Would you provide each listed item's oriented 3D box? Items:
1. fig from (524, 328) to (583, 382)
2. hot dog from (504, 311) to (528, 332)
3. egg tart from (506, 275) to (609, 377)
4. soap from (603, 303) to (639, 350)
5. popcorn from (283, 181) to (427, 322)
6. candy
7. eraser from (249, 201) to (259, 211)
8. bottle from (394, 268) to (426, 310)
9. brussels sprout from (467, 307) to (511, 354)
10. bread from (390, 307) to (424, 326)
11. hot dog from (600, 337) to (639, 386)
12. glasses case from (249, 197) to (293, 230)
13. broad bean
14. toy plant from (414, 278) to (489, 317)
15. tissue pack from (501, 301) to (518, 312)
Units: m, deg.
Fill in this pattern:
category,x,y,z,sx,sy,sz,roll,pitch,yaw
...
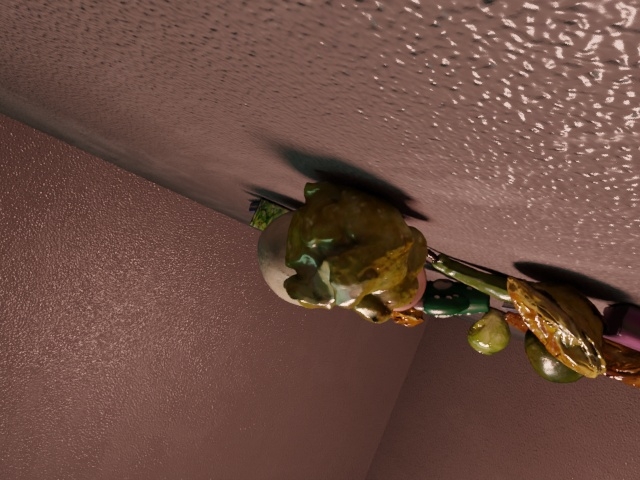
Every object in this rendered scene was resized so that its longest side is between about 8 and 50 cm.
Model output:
category,x,y,z,sx,sy,sz,roll,pitch,yaw
fig,0.730,0.317,1.558,0.245,0.195,0.195,-13,174,0
hot dog,0.687,0.276,1.763,0.099,0.065,0.147,25,-174,-28
egg tart,0.456,0.150,1.000,0.241,0.106,0.241,51,-178,-3
soap,0.640,0.186,0.979,0.203,0.065,0.122,22,175,11
popcorn,0.067,0.026,0.955,0.277,0.225,0.276,12,171,2
candy,-0.055,0.049,1.457,0.296,0.295,0.185,20,-172,32
eraser,-0.186,-0.102,1.803,0.082,0.036,0.225,23,175,-20
bottle,0.192,0.103,1.600,0.207,0.173,0.297,-11,-173,-19
brussels sprout,0.666,0.361,2.059,0.145,0.183,0.131,43,-174,17
bread,0.267,0.203,2.117,0.337,0.204,0.358,22,179,-17
hot dog,0.800,0.311,1.308,0.272,0.122,0.196,20,178,-24
glasses case,-0.079,-0.038,1.660,0.272,0.095,0.062,24,180,-5
broad bean,0.382,0.093,1.219,0.318,0.055,0.098,24,176,13
toy plant,0.380,0.172,1.578,0.244,0.112,0.232,-3,-174,-6
tissue pack,0.559,0.180,1.362,0.113,0.051,0.156,22,175,-9
